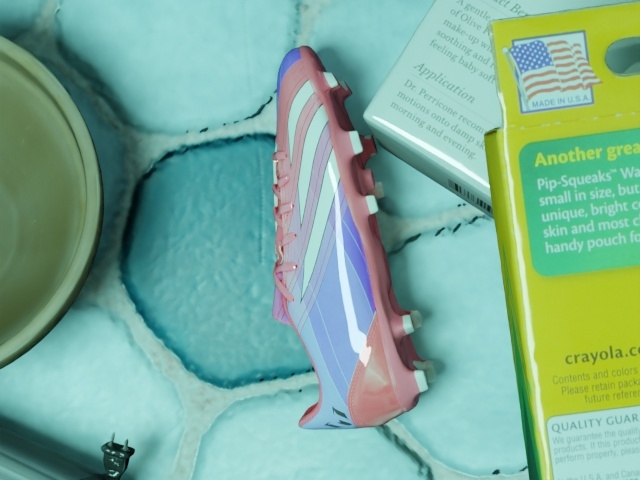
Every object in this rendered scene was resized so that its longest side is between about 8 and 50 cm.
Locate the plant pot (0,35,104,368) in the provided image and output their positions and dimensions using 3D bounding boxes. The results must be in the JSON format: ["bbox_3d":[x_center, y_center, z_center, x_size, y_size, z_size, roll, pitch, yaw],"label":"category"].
[{"bbox_3d":[-0.255,-0.016,0.911,0.237,0.110,0.237,0,79,-2],"label":"plant pot"}]

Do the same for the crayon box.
[{"bbox_3d":[0.201,0.037,0.733,0.203,0.083,0.323,-7,92,1],"label":"crayon box"}]

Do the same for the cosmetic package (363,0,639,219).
[{"bbox_3d":[0.205,-0.168,0.849,0.197,0.155,0.365,34,91,7],"label":"cosmetic package"}]

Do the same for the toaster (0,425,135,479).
[{"bbox_3d":[-0.230,0.201,0.900,0.146,0.129,0.227,25,92,10],"label":"toaster"}]

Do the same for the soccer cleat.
[{"bbox_3d":[0.000,0.000,0.907,0.095,0.083,0.248,-17,88,11],"label":"soccer cleat"}]
